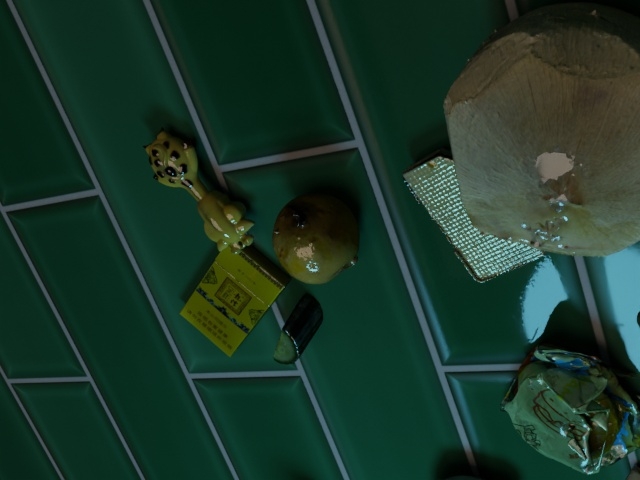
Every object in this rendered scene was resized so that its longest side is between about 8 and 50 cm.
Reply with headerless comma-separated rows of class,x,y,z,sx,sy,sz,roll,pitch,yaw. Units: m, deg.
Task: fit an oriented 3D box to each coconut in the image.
coconut,0.342,-0.150,1.250,0.346,0.360,0.346,13,123,20

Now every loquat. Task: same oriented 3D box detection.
loquat,0.000,0.000,1.663,0.149,0.172,0.204,-21,138,36

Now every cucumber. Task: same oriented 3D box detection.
cucumber,-0.045,0.192,1.847,0.062,0.115,0.116,28,137,11

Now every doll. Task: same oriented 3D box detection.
doll,-0.240,-0.098,1.786,0.291,0.086,0.117,49,123,-2

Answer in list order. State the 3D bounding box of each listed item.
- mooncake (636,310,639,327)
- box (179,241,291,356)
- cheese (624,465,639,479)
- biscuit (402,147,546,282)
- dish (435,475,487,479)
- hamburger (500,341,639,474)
mooncake,0.638,0.033,1.313,0.351,0.187,0.351,15,123,25
box,-0.188,0.122,1.926,0.153,0.041,0.279,40,131,3
cheese,0.731,0.572,1.669,0.400,0.085,0.034,37,158,2
biscuit,0.268,-0.054,1.551,0.150,0.052,0.252,-31,103,35
dish,0.334,0.574,1.889,0.246,0.078,0.224,49,130,-5
hamburger,0.459,0.326,1.619,0.276,0.150,0.260,37,131,4
